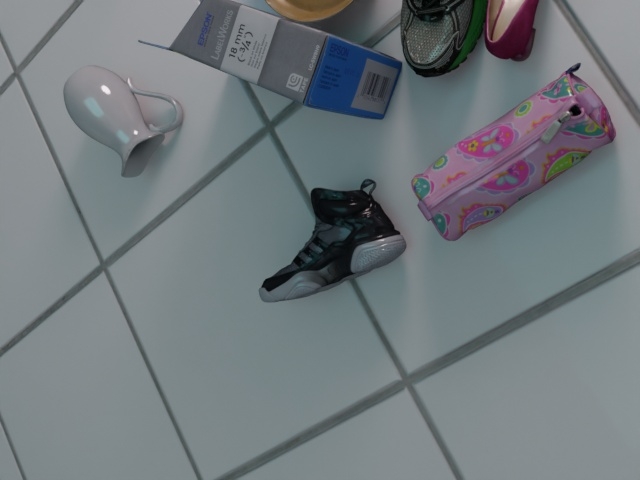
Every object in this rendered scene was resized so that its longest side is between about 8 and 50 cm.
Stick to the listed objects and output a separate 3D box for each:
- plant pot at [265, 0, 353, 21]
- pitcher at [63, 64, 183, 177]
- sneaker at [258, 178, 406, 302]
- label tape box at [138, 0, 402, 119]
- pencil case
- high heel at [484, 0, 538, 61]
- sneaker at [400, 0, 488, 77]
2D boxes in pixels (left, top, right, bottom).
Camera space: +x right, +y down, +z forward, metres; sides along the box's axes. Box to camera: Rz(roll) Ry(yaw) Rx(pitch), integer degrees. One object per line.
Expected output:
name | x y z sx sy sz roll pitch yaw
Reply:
plant pot | -0.004 -0.458 1.131 0.236 0.032 0.236 2 95 30
pitcher | -0.379 -0.253 1.403 0.178 0.125 0.207 -42 82 4
sneaker | 0.000 0.000 1.194 0.268 0.101 0.153 -24 80 24
label tape box | -0.076 -0.296 1.137 0.333 0.240 0.106 26 106 27
pencil case | 0.265 -0.115 1.016 0.284 0.124 0.124 -34 76 29
high heel | 0.265 -0.373 1.002 0.082 0.117 0.244 13 99 30
sneaker | 0.162 -0.409 1.046 0.134 0.146 0.344 7 97 30
